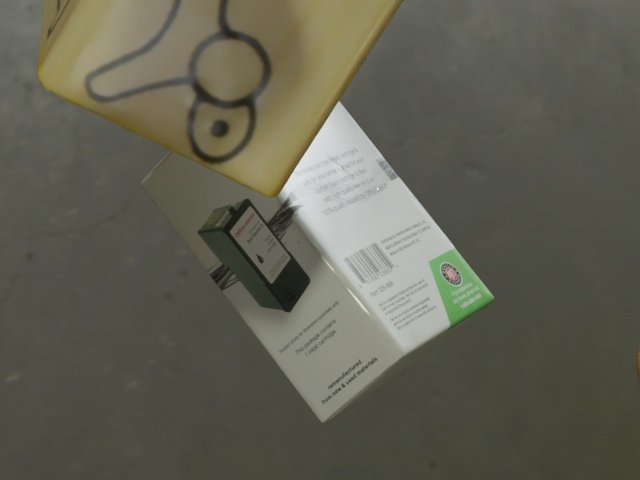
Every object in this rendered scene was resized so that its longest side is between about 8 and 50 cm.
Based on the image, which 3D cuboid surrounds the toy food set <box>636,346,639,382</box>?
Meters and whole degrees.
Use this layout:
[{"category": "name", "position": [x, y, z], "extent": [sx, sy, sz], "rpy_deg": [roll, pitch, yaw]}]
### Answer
[{"category": "toy food set", "position": [0.257, 0.110, 1.013], "extent": [0.232, 0.104, 0.111], "rpy_deg": [60, 26, -32]}]

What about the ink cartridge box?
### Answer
[{"category": "ink cartridge box", "position": [0.000, 0.000, 1.789], "extent": [0.289, 0.121, 0.211], "rpy_deg": [52, 32, 8]}]

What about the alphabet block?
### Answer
[{"category": "alphabet block", "position": [-0.067, -0.182, 1.296], "extent": [0.192, 0.197, 0.193], "rpy_deg": [27, 23, -18]}]
